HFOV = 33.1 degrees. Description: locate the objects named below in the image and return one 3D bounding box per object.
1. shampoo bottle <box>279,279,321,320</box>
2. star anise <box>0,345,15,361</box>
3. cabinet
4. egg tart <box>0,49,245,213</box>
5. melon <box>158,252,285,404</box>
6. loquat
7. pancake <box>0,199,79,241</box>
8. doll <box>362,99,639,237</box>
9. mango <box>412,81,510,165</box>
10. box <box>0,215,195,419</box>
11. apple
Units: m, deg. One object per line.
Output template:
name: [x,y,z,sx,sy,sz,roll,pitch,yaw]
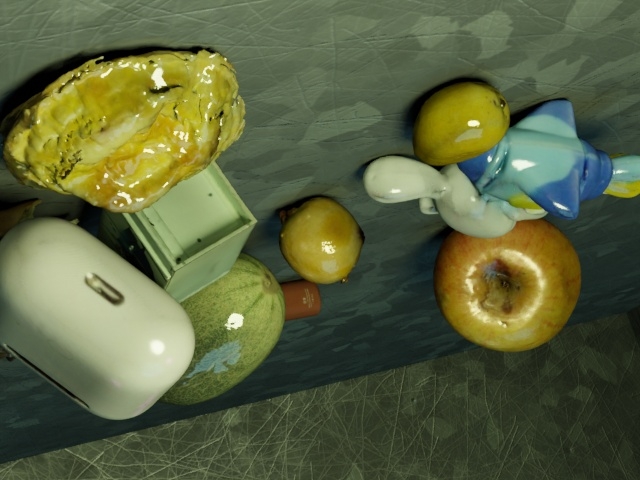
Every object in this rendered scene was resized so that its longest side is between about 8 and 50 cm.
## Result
shampoo bottle: [-0.122,0.135,2.232,0.244,0.085,0.085,-8,162,-20]
star anise: [-0.506,0.130,1.775,0.332,0.117,0.332,-19,172,-3]
cabinet: [-0.203,-0.011,1.472,0.150,0.145,0.206,-32,171,-24]
egg tart: [-0.218,-0.113,1.247,0.297,0.132,0.297,-19,161,-7]
melon: [-0.213,0.149,1.889,0.329,0.248,0.248,-32,160,19]
loquat: [0.000,0.000,1.790,0.137,0.163,0.163,-43,157,13]
pancake: [-0.467,0.008,1.513,0.257,0.056,0.212,-19,173,-18]
doll: [0.312,-0.107,1.729,0.365,0.187,0.376,-16,180,39]
mango: [0.191,-0.161,1.535,0.137,0.098,0.195,-12,171,-24]
box: [-0.319,0.114,1.456,0.141,0.289,0.349,-56,-174,-26]
apple: [0.379,0.075,2.188,0.299,0.299,0.275,-21,-169,14]
